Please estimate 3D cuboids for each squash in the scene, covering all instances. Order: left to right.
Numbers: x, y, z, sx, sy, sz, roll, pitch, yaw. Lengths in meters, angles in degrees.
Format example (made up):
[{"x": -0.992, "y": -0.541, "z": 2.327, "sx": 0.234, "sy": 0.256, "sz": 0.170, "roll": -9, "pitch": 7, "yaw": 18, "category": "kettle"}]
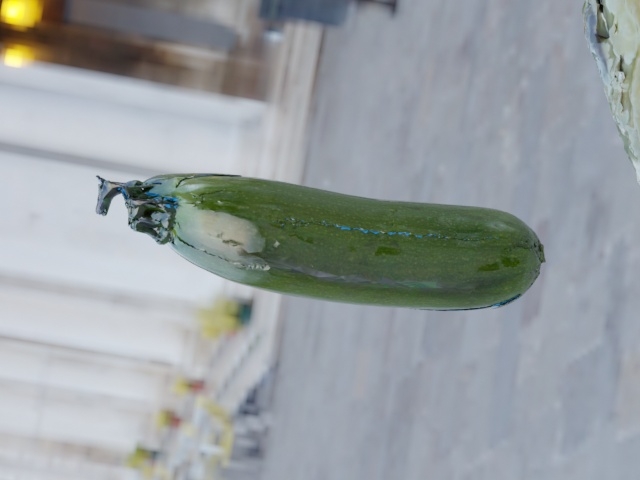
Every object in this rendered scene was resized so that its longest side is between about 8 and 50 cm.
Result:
[{"x": 0.000, "y": 0.001, "z": 1.374, "sx": 0.087, "sy": 0.331, "sz": 0.087, "roll": -171, "pitch": 90, "yaw": -80, "category": "squash"}]

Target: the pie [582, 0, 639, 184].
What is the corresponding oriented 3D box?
[{"x": 0.214, "y": -0.125, "z": 0.725, "sx": 0.339, "sy": 0.077, "sz": 0.339, "roll": -8, "pitch": 80, "yaw": 55, "category": "pie"}]
